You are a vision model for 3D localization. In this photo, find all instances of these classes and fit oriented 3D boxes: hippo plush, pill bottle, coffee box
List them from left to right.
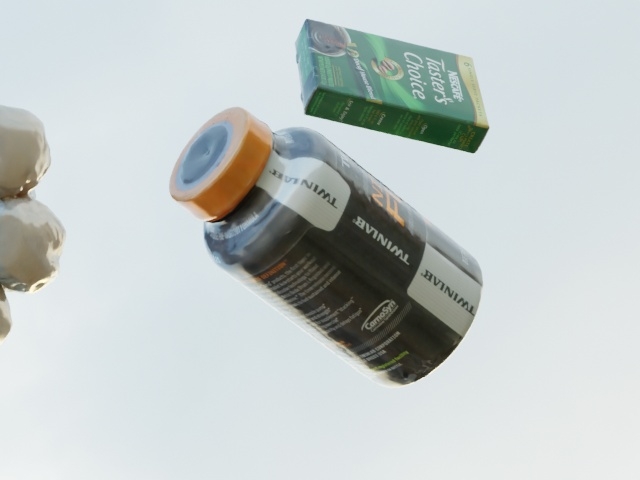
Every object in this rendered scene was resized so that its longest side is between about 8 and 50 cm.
[{"bbox_3d":[-0.322,0.018,1.625,0.294,0.234,0.236,-45,-12,-3],"label":"hippo plush"},{"bbox_3d":[0.000,0.000,1.504,0.245,0.130,0.130,37,-83,-28],"label":"pill bottle"},{"bbox_3d":[0.069,-0.151,1.910,0.184,0.113,0.040,13,-49,-18],"label":"coffee box"}]
